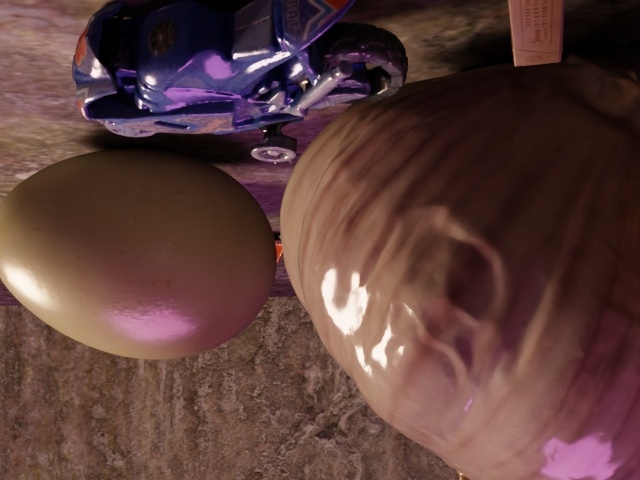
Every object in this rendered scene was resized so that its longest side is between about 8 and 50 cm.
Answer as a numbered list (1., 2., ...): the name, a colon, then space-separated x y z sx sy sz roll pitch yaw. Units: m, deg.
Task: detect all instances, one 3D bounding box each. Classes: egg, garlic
1. egg: -0.163 0.010 0.740 0.253 0.189 0.188 13 168 -20
2. garlic: 0.137 0.016 0.513 0.317 0.260 0.317 12 -155 -6

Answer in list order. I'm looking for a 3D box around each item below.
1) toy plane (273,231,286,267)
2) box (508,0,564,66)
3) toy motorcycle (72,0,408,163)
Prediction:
1. toy plane: 0.000 -0.004 1.154 0.189 0.061 0.130 -12 167 36
2. box: 0.091 -0.113 0.349 0.024 0.053 0.083 -2 171 13
3. toy motorcycle: -0.058 -0.092 0.443 0.204 0.076 0.114 -5 164 24
